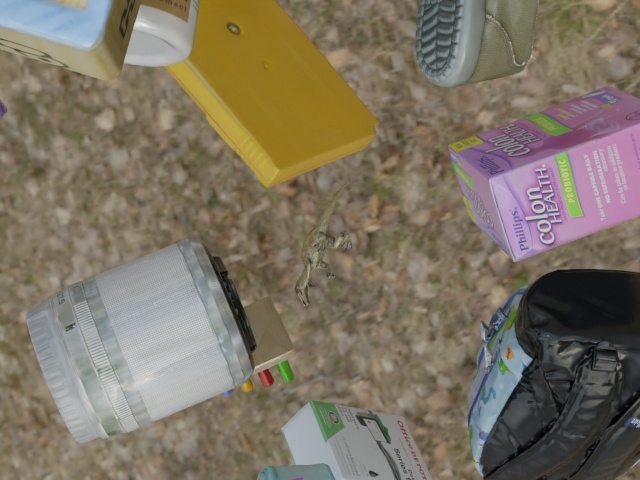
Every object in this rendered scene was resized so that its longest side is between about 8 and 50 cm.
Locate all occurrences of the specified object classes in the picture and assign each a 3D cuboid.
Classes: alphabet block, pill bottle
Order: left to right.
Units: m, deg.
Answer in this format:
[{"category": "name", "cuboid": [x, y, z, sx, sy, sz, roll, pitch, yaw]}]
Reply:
[{"category": "alphabet block", "cuboid": [-0.236, -0.254, 0.976, 0.197, 0.192, 0.193, -172, 100, -84]}, {"category": "pill bottle", "cuboid": [-0.181, -0.306, 1.224, 0.131, 0.131, 0.229, -4, 75, 46]}]

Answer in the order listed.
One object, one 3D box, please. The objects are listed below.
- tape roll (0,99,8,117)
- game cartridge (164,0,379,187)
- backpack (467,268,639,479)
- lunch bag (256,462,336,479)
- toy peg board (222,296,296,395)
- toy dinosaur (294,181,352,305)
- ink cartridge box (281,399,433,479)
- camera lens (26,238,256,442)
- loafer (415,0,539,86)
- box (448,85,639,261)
[{"category": "tape roll", "cuboid": [-0.430, -0.075, 1.122, 0.275, 0.275, 0.090, -18, 113, 47]}, {"category": "game cartridge", "cuboid": [-0.089, -0.236, 1.738, 0.324, 0.285, 0.053, 51, 127, 10]}, {"category": "backpack", "cuboid": [0.329, 0.192, 1.564, 0.273, 0.290, 0.356, -103, 21, -52]}, {"category": "lunch bag", "cuboid": [-0.032, 0.436, 1.479, 0.224, 0.107, 0.279, 106, 162, -47]}, {"category": "toy peg board", "cuboid": [-0.126, 0.197, 2.025, 0.161, 0.160, 0.079, -120, 7, -55]}, {"category": "toy dinosaur", "cuboid": [0.000, 0.000, 1.631, 0.092, 0.053, 0.183, 15, 84, 65]}, {"category": "ink cartridge box", "cuboid": [0.064, 0.360, 1.958, 0.092, 0.219, 0.160, -48, 47, 28]}, {"category": "camera lens", "cuboid": [-0.240, 0.137, 1.662, 0.219, 0.274, 0.219, 158, 90, -82]}, {"category": "loafer", "cuboid": [0.133, -0.237, 0.901, 0.094, 0.087, 0.251, 23, 105, 62]}, {"category": "box", "cuboid": [0.316, -0.093, 1.554, 0.213, 0.243, 0.117, -115, 5, -72]}]
